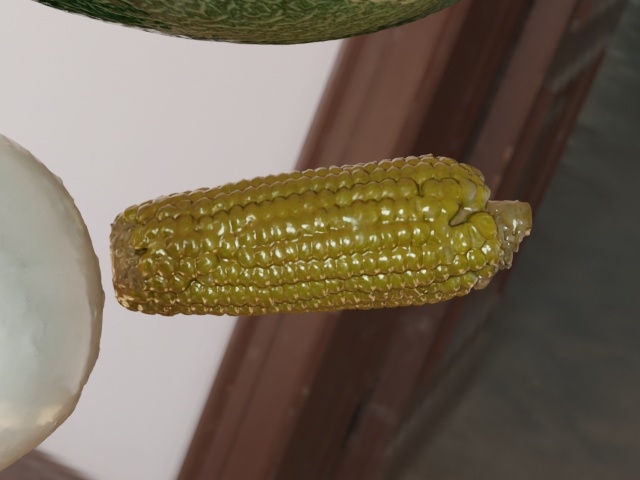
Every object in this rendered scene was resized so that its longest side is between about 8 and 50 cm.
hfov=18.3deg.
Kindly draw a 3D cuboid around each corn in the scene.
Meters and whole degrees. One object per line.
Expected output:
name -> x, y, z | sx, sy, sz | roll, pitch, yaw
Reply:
corn -> 0.000, 0.000, 1.229 | 0.261, 0.097, 0.097 | -6, 24, -1

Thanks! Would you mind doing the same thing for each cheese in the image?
cheese -> -0.200, 0.035, 0.984 | 0.198, 0.189, 0.154 | 67, 19, -4

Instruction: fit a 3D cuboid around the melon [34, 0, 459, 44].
melon -> -0.049, -0.159, 0.680 | 0.287, 0.182, 0.182 | 13, 17, 25
